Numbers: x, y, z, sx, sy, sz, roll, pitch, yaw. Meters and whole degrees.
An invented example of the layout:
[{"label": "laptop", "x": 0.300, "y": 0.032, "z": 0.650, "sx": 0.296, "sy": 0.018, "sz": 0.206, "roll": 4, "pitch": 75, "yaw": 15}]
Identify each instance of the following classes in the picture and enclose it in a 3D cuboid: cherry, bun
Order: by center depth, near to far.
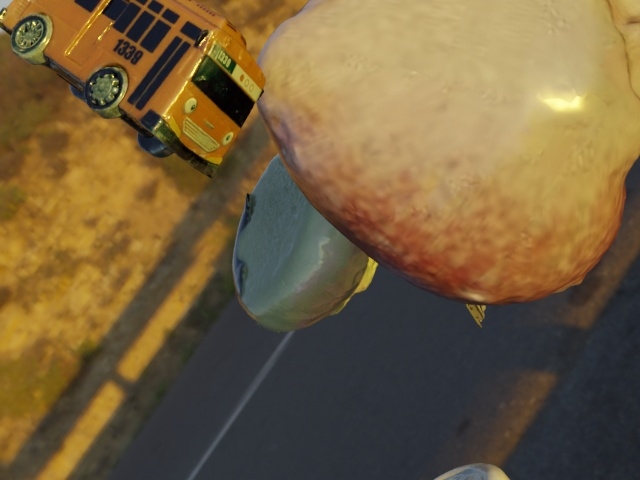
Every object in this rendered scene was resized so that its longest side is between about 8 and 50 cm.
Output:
[{"label": "cherry", "x": 0.133, "y": -0.121, "z": 0.943, "sx": 0.326, "sy": 0.335, "sz": 0.291, "roll": -52, "pitch": 0, "yaw": 4}, {"label": "bun", "x": 0.000, "y": 0.000, "z": 1.653, "sx": 0.293, "sy": 0.187, "sz": 0.293, "roll": -34, "pitch": 47, "yaw": 48}]

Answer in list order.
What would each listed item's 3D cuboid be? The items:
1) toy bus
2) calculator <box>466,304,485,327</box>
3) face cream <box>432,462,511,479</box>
[{"label": "toy bus", "x": -0.140, "y": -0.143, "z": 0.844, "sx": 0.114, "sy": 0.201, "sz": 0.098, "roll": -54, "pitch": -30, "yaw": -2}, {"label": "calculator", "x": 0.207, "y": -0.019, "z": 1.638, "sx": 0.028, "sy": 0.166, "sz": 0.274, "roll": -14, "pitch": 53, "yaw": 16}, {"label": "face cream", "x": 0.189, "y": 0.401, "z": 1.338, "sx": 0.201, "sy": 0.187, "sz": 0.201, "roll": -37, "pitch": 6, "yaw": 5}]
